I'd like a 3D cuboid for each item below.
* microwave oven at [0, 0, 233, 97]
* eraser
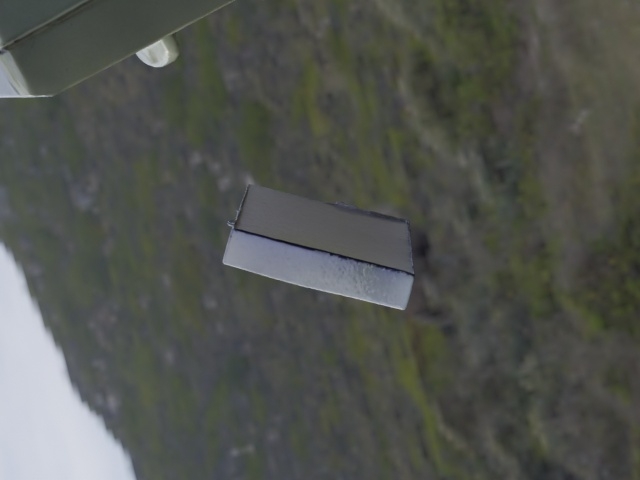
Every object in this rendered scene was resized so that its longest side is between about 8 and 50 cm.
[{"bbox_3d":[-0.091,-0.142,0.491,0.194,0.145,0.240,66,161,-12],"label":"microwave oven"},{"bbox_3d":[0.000,0.000,1.025,0.150,0.104,0.023,-83,7,-78],"label":"eraser"}]
